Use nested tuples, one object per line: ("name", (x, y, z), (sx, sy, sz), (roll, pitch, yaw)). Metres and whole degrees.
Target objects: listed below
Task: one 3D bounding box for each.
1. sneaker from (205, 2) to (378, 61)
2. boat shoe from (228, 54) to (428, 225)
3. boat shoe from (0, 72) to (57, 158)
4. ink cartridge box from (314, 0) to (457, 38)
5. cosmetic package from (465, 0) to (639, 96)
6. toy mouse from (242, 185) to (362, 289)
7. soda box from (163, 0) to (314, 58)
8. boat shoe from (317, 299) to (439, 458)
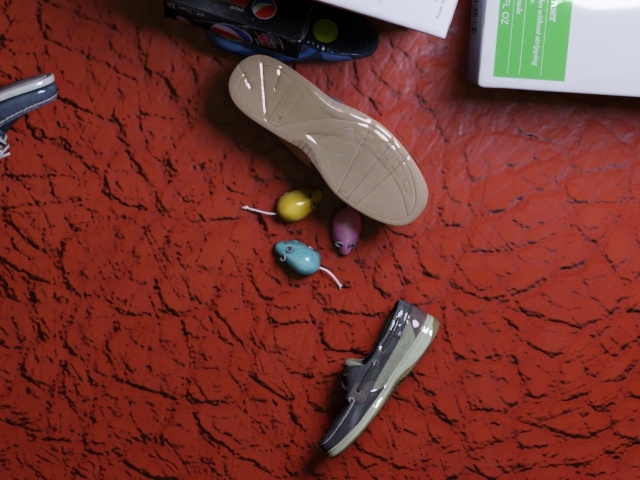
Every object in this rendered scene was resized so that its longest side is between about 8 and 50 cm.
("sneaker", (-0.035, -0.249, 1.814), (0.209, 0.082, 0.069), (6, 71, -4))
("boat shoe", (0.012, -0.126, 1.823), (0.285, 0.092, 0.103), (35, 98, -5))
("boat shoe", (-0.425, -0.125, 1.807), (0.255, 0.095, 0.079), (-25, 99, 4))
("ink cartridge box", (0.003, -0.336, 1.681), (0.308, 0.223, 0.129), (16, 102, -5))
("cosmetic package", (0.367, -0.269, 1.779), (0.366, 0.155, 0.196), (2, 99, -1))
("toy mouse", (0.000, 0.000, 1.878), (0.161, 0.031, 0.143), (-19, 101, 1))
("soda box", (-0.096, -0.271, 1.743), (0.169, 0.053, 0.060), (18, 74, 1))
("boat shoe", (0.061, 0.173, 1.893), (0.073, 0.080, 0.223), (38, 92, -3))
